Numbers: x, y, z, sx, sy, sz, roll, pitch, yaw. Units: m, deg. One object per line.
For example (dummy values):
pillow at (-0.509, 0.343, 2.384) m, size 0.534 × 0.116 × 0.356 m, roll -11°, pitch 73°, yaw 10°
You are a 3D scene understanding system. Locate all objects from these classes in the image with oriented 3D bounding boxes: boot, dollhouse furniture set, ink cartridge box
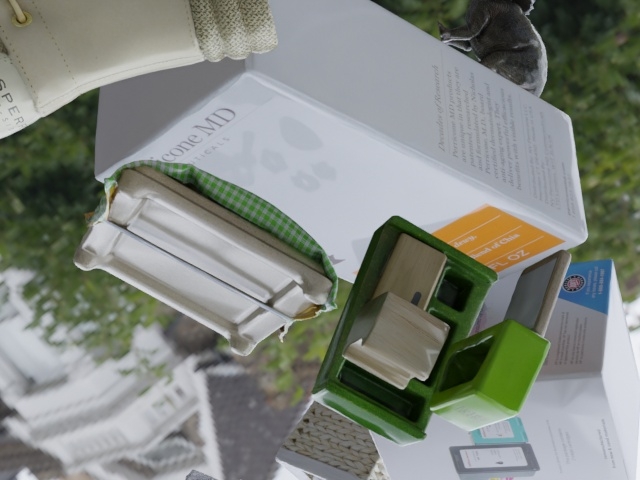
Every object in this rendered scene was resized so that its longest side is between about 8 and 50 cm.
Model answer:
boot at (-0.141, -0.185, 0.745) m, size 0.203 × 0.095 × 0.262 m, roll -17°, pitch -120°, yaw -1°
dollhouse furniture set at (0.000, 0.000, 0.918) m, size 0.151 × 0.301 × 0.197 m, roll -65°, pitch -169°, yaw -23°
ink cartridge box at (0.209, 0.166, 1.499) m, size 0.270 × 0.197 × 0.198 m, roll -7°, pitch -145°, yaw 21°

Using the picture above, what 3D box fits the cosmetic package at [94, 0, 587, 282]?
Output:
cosmetic package at (0.030, -0.094, 1.304) m, size 0.230 × 0.453 × 0.161 m, roll -29°, pitch -129°, yaw 40°

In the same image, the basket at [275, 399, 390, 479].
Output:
basket at (0.046, 0.290, 1.741) m, size 0.167 × 0.113 × 0.103 m, roll 14°, pitch -114°, yaw 44°

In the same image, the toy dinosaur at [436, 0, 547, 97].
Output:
toy dinosaur at (0.264, -0.275, 1.935) m, size 0.160 × 0.314 × 0.121 m, roll -17°, pitch 168°, yaw 6°

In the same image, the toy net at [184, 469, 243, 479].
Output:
toy net at (-0.044, 0.313, 1.370) m, size 0.045 × 0.232 × 0.122 m, roll -36°, pitch -173°, yaw 44°
